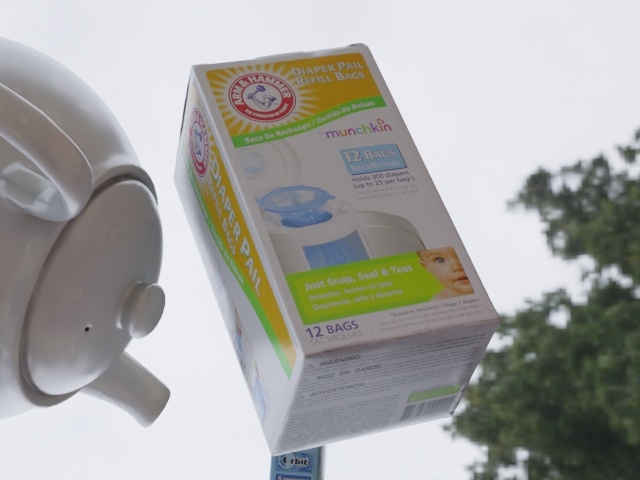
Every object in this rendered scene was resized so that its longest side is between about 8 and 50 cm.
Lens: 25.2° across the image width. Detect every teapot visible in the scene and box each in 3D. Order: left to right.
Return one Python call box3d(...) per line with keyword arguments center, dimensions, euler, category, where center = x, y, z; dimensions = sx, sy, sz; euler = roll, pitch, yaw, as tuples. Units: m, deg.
box3d(center=(-0.177, 0.006, 0.834), dimensions=(0.256, 0.187, 0.252), euler=(-25, -46, -66), category="teapot")

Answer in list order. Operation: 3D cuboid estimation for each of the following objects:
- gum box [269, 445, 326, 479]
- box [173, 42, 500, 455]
box3d(center=(-0.020, 0.223, 1.155), dimensions=(0.157, 0.041, 0.184), euler=(58, -145, -85), category="gum box")
box3d(center=(0.000, 0.000, 0.802), dimensions=(0.114, 0.103, 0.203), euler=(-9, -124, -19), category="box")
